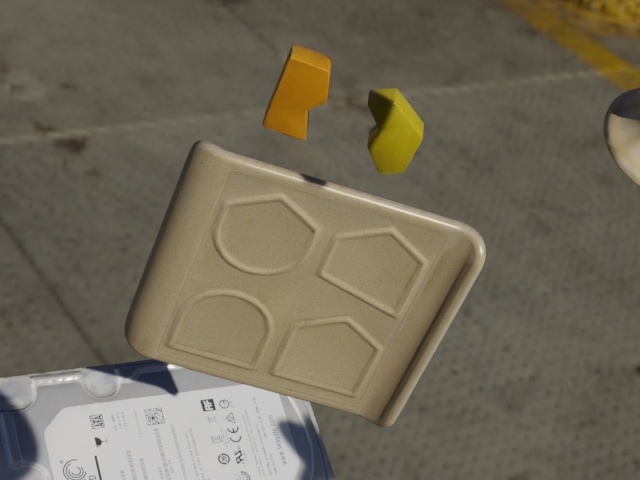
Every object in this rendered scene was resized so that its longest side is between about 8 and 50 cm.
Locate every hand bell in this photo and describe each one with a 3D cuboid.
[{"bbox_3d":[0.356,-0.149,1.396,0.126,0.242,0.126,8,60,-13],"label":"hand bell"}]

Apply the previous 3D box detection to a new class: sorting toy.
[{"bbox_3d":[0.000,0.000,1.177,0.229,0.307,0.041,19,38,-8],"label":"sorting toy"}]

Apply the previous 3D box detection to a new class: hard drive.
[{"bbox_3d":[-0.159,0.227,1.545,0.339,0.064,0.237,-5,55,-20],"label":"hard drive"}]
